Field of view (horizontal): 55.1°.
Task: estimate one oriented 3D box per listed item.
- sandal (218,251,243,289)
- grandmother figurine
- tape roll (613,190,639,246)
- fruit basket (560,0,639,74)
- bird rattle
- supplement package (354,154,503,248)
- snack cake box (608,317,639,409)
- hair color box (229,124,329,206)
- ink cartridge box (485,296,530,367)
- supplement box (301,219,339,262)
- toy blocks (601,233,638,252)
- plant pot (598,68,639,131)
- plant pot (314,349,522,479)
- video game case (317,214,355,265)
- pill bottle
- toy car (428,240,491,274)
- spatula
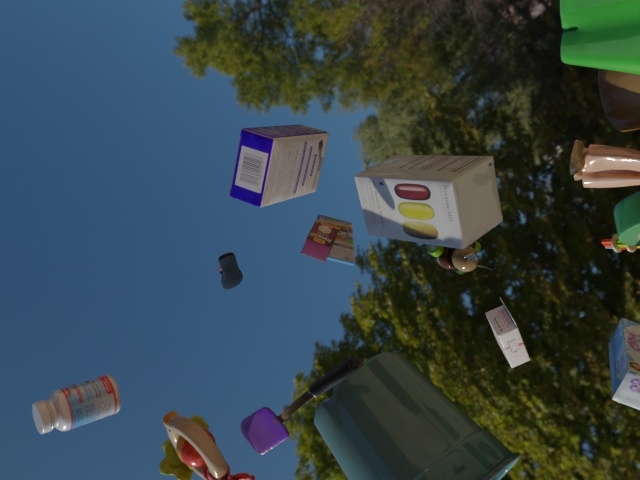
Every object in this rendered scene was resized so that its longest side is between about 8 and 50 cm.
[{"bbox_3d":[-0.272,0.084,1.824,0.067,0.179,0.040,-21,-125,-17],"label":"sandal"},{"bbox_3d":[0.692,-0.144,1.226,0.207,0.342,0.104,-6,-77,-58],"label":"grandmother figurine"},{"bbox_3d":[0.853,-0.063,1.407,0.321,0.321,0.077,15,-115,-45],"label":"tape roll"},{"bbox_3d":[0.481,-0.310,0.625,0.392,0.392,0.283,-33,-60,-60],"label":"fruit basket"},{"bbox_3d":[-0.254,0.464,1.292,0.143,0.253,0.207,-34,-54,-26],"label":"bird rattle"},{"bbox_3d":[0.208,-0.083,1.194,0.134,0.244,0.139,-30,-66,-34],"label":"supplement package"},{"bbox_3d":[0.771,0.298,1.436,0.152,0.089,0.264,21,-153,14],"label":"snack cake box"},{"bbox_3d":[-0.106,-0.215,1.689,0.110,0.185,0.339,21,-161,22],"label":"hair color box"},{"bbox_3d":[0.578,0.286,1.913,0.198,0.067,0.115,61,-172,-31],"label":"ink cartridge box"},{"bbox_3d":[0.000,0.000,1.269,0.055,0.043,0.083,21,-147,2],"label":"supplement box"},{"bbox_3d":[0.960,0.010,1.973,0.123,0.148,0.054,4,-94,-27],"label":"toy blocks"},{"bbox_3d":[0.730,-0.343,1.217,0.237,0.254,0.237,-4,-83,-39],"label":"plant pot"},{"bbox_3d":[0.182,0.437,1.302,0.341,0.341,0.334,3,-142,-52],"label":"plant pot"},{"bbox_3d":[0.047,-0.002,1.898,0.119,0.015,0.166,14,-133,-18],"label":"video game case"},{"bbox_3d":[-0.508,0.344,1.280,0.160,0.087,0.087,-12,-114,-40],"label":"pill bottle"},{"bbox_3d":[0.476,0.043,1.996,0.155,0.149,0.188,32,180,-26],"label":"toy car"},{"bbox_3d":[-0.036,0.320,1.223,0.084,0.296,0.030,51,-173,-3],"label":"spatula"}]
